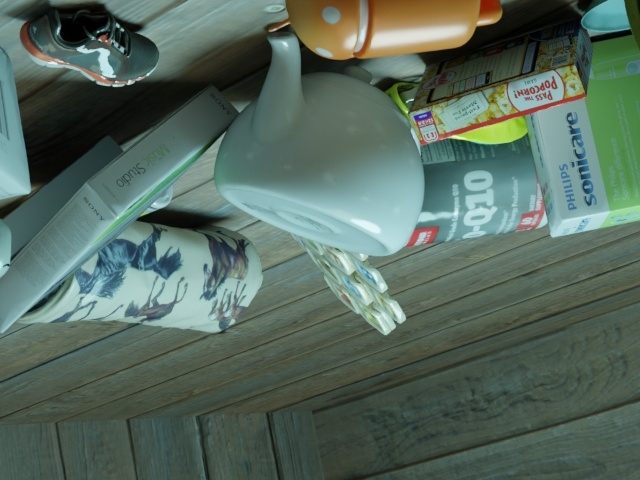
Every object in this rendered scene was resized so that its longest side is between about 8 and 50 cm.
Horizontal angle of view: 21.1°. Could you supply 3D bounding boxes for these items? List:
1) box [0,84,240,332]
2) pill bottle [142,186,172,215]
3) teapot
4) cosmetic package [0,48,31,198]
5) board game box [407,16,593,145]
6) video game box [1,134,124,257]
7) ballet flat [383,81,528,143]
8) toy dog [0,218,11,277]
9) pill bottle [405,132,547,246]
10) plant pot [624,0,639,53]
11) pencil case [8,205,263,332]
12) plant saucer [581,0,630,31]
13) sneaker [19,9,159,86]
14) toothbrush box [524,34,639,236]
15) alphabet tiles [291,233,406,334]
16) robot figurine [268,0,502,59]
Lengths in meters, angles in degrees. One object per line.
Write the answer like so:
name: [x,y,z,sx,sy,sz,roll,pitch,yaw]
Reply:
box: [-0.248,-0.034,1.974,0.322,0.058,0.232,-37,-175,47]
pill bottle: [-0.250,-0.057,2.184,0.116,0.065,0.065,-20,164,32]
teapot: [0.016,-0.103,1.919,0.253,0.187,0.256,22,170,-9]
cosmetic package: [-0.496,-0.096,1.642,0.385,0.156,0.217,-11,167,4]
board game box: [0.203,-0.179,1.926,0.193,0.045,0.147,-15,-157,20]
video game box: [-0.341,-0.027,2.062,0.205,0.048,0.187,-43,-176,-33]
ballet flat: [0.170,-0.161,2.088,0.231,0.077,0.077,-1,146,-26]
toy dog: [-0.472,0.073,1.684,0.334,0.161,0.220,-13,172,11]
pill bottle: [0.145,-0.077,2.208,0.283,0.161,0.161,-8,166,-13]
plant pot: [0.444,-0.223,1.550,0.367,0.366,0.353,-12,178,6]
pencil case: [-0.272,0.042,2.364,0.184,0.159,0.410,-6,172,36]
plant saucer: [0.344,-0.263,1.902,0.119,0.021,0.119,-10,166,-3]
sneaker: [-0.212,-0.192,1.675,0.158,0.061,0.065,2,155,-44]
toothbrush box: [0.397,-0.137,2.060,0.283,0.206,0.122,-12,170,-1]
alphabet tiles: [0.000,0.000,2.177,0.021,0.278,0.284,-40,127,-11]
robot figurine: [0.062,-0.231,1.581,0.219,0.128,0.158,-7,-170,-15]
